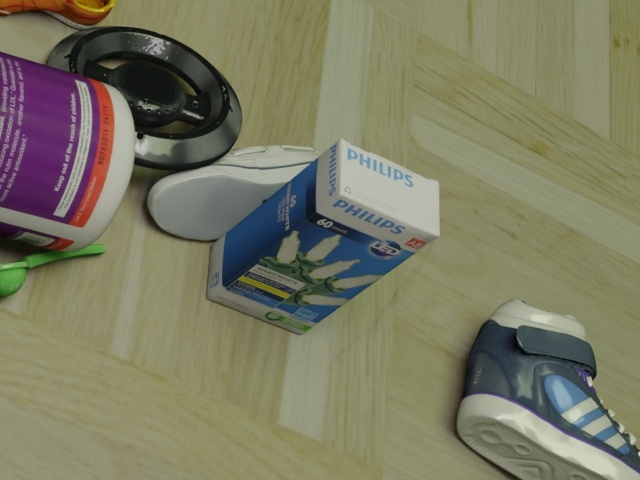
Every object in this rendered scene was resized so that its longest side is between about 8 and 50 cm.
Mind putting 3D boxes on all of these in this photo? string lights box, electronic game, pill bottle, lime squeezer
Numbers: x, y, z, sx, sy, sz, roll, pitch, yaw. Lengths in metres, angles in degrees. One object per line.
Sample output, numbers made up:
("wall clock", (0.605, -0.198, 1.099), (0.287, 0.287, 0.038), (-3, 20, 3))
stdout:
("string lights box", (0.000, 0.000, 1.876), (0.133, 0.259, 0.077), (22, 52, -27))
("electronic game", (-0.197, -0.163, 1.935), (0.229, 0.048, 0.229), (16, 41, -14))
("pill bottle", (-0.358, -0.106, 1.705), (0.323, 0.181, 0.181), (16, 55, -32))
("lime squeezer", (-0.316, 0.065, 1.724), (0.110, 0.059, 0.310), (41, 45, -11))

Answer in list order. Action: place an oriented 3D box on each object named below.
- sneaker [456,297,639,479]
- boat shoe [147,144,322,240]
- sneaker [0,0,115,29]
("sneaker", (0.323, 0.203, 2.106), (0.322, 0.130, 0.236), (33, 52, -12))
("boat shoe", (-0.092, -0.062, 1.976), (0.258, 0.095, 0.084), (-3, 36, -35))
("sneaker", (-0.313, -0.286, 1.935), (0.175, 0.067, 0.064), (4, 63, -36))
